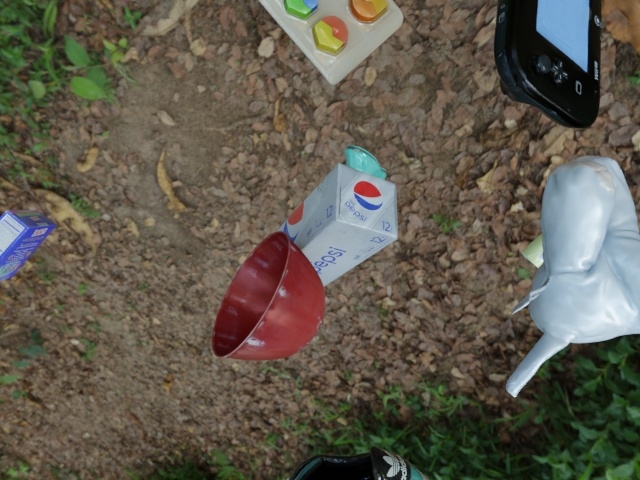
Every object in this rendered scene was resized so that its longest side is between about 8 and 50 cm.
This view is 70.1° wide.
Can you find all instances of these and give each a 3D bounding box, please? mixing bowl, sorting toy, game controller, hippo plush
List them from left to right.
[{"bbox_3d":[-0.058,0.089,0.617,0.098,0.182,0.181,31,138,-24],"label":"mixing bowl"},{"bbox_3d":[0.022,-0.409,0.789,0.208,0.193,0.038,48,170,-12],"label":"sorting toy"},{"bbox_3d":[0.285,-0.294,0.554,0.166,0.320,0.067,16,164,-19],"label":"game controller"},{"bbox_3d":[0.373,0.031,0.508,0.236,0.294,0.235,11,118,34],"label":"hippo plush"}]

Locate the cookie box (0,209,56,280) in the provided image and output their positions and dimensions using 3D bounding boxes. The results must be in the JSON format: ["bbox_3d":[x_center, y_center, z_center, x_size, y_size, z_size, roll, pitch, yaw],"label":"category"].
[{"bbox_3d":[-0.445,0.008,0.652,0.040,0.107,0.092,41,177,-9],"label":"cookie box"}]

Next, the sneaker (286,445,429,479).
[{"bbox_3d":[-0.021,0.327,0.548,0.302,0.108,0.121,-32,117,13],"label":"sneaker"}]

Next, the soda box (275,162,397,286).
[{"bbox_3d":[0.000,0.000,0.712,0.098,0.091,0.286,15,151,-21],"label":"soda box"}]

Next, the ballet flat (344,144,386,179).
[{"bbox_3d":[0.113,-0.170,1.170,0.083,0.247,0.087,21,93,21],"label":"ballet flat"}]

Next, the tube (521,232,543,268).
[{"bbox_3d":[0.590,-0.034,1.085,0.062,0.070,0.240,44,107,5],"label":"tube"}]
